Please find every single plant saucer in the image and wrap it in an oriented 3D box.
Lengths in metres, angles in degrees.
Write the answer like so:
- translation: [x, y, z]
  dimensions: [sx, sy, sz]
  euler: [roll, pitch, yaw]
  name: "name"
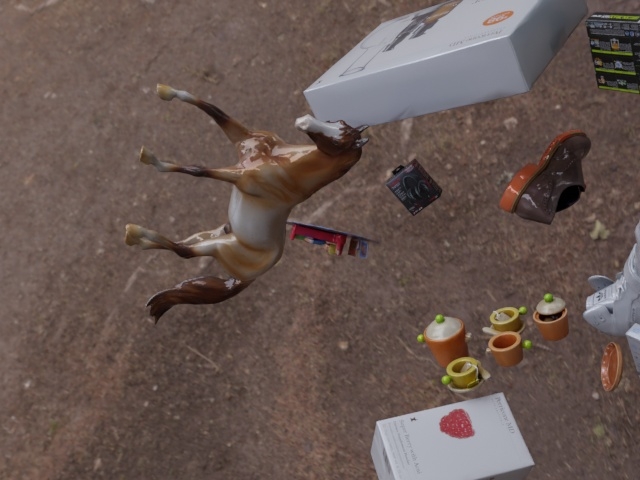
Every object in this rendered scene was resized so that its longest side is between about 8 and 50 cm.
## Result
- translation: [0.496, 0.215, 1.286]
  dimensions: [0.013, 0.083, 0.083]
  euler: [7, 62, 3]
  name: "plant saucer"

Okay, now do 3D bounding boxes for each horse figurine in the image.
- translation: [-0.082, -0.026, 0.685]
  dimensions: [0.066, 0.175, 0.263]
  euler: [-92, 20, -51]
  name: "horse figurine"

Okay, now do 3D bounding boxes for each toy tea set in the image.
- translation: [0.386, 0.197, 1.702]
  dimensions: [0.336, 0.124, 0.200]
  euler: [-26, 22, -10]
  name: "toy tea set"

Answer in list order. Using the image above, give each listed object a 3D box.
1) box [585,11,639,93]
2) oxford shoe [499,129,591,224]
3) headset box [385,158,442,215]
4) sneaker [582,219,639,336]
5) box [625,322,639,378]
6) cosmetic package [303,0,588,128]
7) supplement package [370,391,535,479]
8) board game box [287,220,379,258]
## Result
- translation: [0.703, -0.421, 1.715]
  dimensions: [0.045, 0.184, 0.191]
  euler: [-40, 34, -18]
  name: "box"
- translation: [0.409, -0.103, 1.294]
  dimensions: [0.098, 0.096, 0.271]
  euler: [34, 50, 22]
  name: "oxford shoe"
- translation: [0.157, -0.094, 1.293]
  dimensions: [0.062, 0.083, 0.032]
  euler: [-37, 11, 27]
  name: "headset box"
- translation: [0.666, 0.095, 1.629]
  dimensions: [0.210, 0.365, 0.137]
  euler: [-5, 43, 32]
  name: "sneaker"
- translation: [0.718, 0.268, 1.566]
  dimensions: [0.038, 0.186, 0.145]
  euler: [-42, 35, -14]
  name: "box"
- translation: [0.198, -0.303, 1.222]
  dimensions: [0.377, 0.097, 0.284]
  euler: [-6, 34, 41]
  name: "cosmetic package"
- translation: [0.277, 0.470, 1.642]
  dimensions: [0.293, 0.175, 0.177]
  euler: [-11, 53, -10]
  name: "supplement package"
- translation: [0.000, 0.000, 1.117]
  dimensions: [0.169, 0.133, 0.033]
  euler: [11, 87, 41]
  name: "board game box"
